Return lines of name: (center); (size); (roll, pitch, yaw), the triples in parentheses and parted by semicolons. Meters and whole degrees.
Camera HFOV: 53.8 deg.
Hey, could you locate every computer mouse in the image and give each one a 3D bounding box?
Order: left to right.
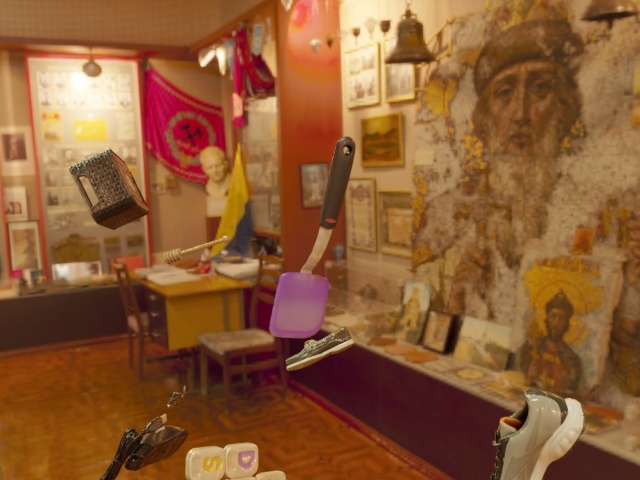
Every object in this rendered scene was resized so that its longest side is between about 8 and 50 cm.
computer mouse: (-0.398, 0.461, 1.480); (0.060, 0.184, 0.262); (40, 20, 21)

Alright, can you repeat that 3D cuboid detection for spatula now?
spatula: (0.000, 0.000, 0.876); (0.084, 0.296, 0.030); (9, 18, -26)

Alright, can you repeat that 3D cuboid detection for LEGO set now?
LEGO set: (-0.441, 0.476, 1.919); (0.024, 0.054, 0.083); (22, 23, 23)

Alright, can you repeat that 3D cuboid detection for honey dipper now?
honey dipper: (-0.280, 0.019, 1.440); (0.161, 0.030, 0.030); (-16, 4, 11)

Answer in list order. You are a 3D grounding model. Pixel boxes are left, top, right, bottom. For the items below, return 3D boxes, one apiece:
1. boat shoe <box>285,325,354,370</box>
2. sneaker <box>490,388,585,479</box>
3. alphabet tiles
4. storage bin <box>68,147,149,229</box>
boat shoe: (-0.010, 0.339, 1.972); (0.228, 0.068, 0.081); (-21, -18, -13)
sneaker: (0.325, 0.359, 1.049); (0.108, 0.271, 0.100); (25, 16, 3)
alphabet tiles: (-0.170, 0.498, 1.079); (0.278, 0.283, 0.021); (10, -15, -39)
storage bin: (-0.411, -0.097, 1.242); (0.084, 0.122, 0.180); (-26, 0, -6)
